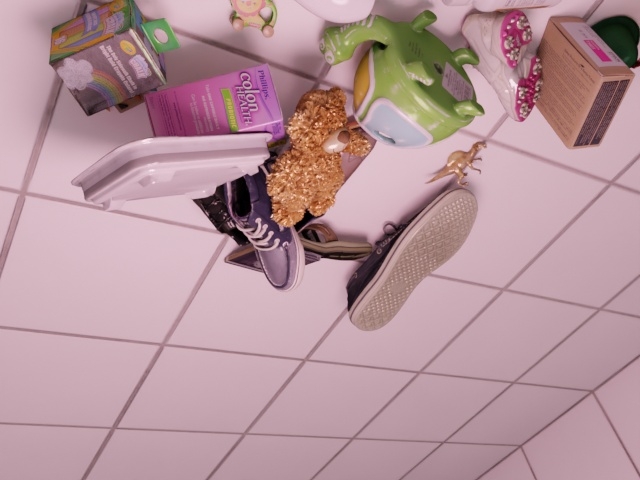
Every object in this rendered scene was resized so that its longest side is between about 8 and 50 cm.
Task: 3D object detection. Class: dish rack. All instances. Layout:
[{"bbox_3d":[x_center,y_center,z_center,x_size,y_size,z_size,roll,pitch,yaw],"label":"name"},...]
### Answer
[{"bbox_3d":[-0.275,-0.129,1.300,0.333,0.072,0.286,-13,175,-44],"label":"dish rack"}]

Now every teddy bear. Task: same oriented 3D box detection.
[{"bbox_3d":[-0.007,-0.152,1.405,0.245,0.113,0.338,-4,138,-38],"label":"teddy bear"}]

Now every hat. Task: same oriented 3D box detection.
[{"bbox_3d":[0.687,-0.392,1.519,0.173,0.183,0.208,1,136,-20],"label":"hat"}]

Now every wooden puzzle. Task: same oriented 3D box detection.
[{"bbox_3d":[-0.401,-0.297,1.378,0.116,0.014,0.078,-29,138,12],"label":"wooden puzzle"}]

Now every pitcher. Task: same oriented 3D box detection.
[{"bbox_3d":[0.004,-0.500,1.227,0.207,0.125,0.177,11,117,-14],"label":"pitcher"}]

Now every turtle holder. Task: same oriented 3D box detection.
[{"bbox_3d":[0.163,-0.316,1.385,0.320,0.243,0.227,8,151,-40],"label":"turtle holder"}]

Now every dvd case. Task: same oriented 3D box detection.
[{"bbox_3d":[-0.129,0.048,1.777,0.165,0.018,0.221,17,156,-33],"label":"dvd case"}]

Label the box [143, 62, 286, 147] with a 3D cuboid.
[{"bbox_3d":[-0.201,-0.240,1.354,0.243,0.117,0.213,-16,177,-3],"label":"box"}]

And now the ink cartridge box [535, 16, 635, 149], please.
[{"bbox_3d":[0.561,-0.348,1.486,0.088,0.234,0.193,-6,139,-14],"label":"ink cartridge box"}]

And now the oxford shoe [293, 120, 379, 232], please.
[{"bbox_3d":[0.014,-0.134,1.610,0.130,0.132,0.364,23,125,-37],"label":"oxford shoe"}]

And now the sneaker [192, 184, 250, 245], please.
[{"bbox_3d":[-0.236,-0.091,1.576,0.109,0.130,0.286,-30,136,18],"label":"sneaker"}]

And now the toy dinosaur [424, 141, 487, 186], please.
[{"bbox_3d":[0.355,-0.187,1.746,0.183,0.053,0.092,-36,121,9],"label":"toy dinosaur"}]

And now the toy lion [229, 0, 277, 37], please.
[{"bbox_3d":[-0.128,-0.449,1.295,0.100,0.034,0.096,6,126,-25],"label":"toy lion"}]

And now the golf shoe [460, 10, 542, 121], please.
[{"bbox_3d":[0.401,-0.387,1.485,0.115,0.140,0.306,-52,141,-16],"label":"golf shoe"}]

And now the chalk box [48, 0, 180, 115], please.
[{"bbox_3d":[-0.369,-0.351,1.243,0.213,0.132,0.132,-22,138,4],"label":"chalk box"}]

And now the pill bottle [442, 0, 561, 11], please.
[{"bbox_3d":[0.354,-0.515,1.308,0.229,0.131,0.131,-7,138,-11],"label":"pill bottle"}]

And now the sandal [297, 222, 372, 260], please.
[{"bbox_3d":[0.000,0.000,1.795,0.303,0.086,0.120,5,165,-33],"label":"sandal"}]

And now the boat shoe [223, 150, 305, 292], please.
[{"bbox_3d":[-0.138,-0.026,1.542,0.127,0.158,0.340,-7,102,28],"label":"boat shoe"}]

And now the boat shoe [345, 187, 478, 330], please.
[{"bbox_3d":[0.232,0.036,1.863,0.187,0.156,0.500,20,119,-33],"label":"boat shoe"}]
